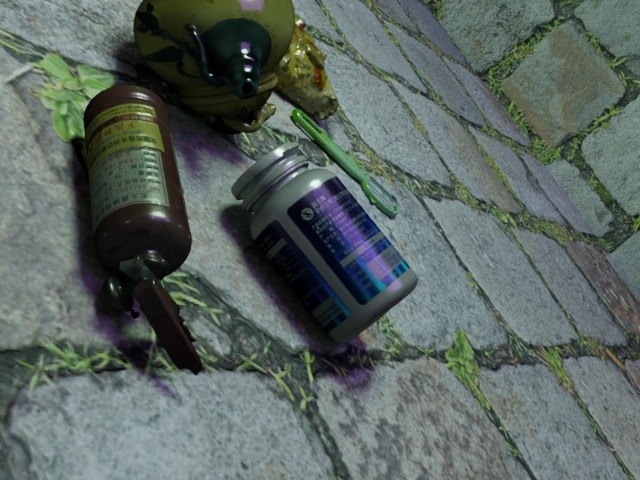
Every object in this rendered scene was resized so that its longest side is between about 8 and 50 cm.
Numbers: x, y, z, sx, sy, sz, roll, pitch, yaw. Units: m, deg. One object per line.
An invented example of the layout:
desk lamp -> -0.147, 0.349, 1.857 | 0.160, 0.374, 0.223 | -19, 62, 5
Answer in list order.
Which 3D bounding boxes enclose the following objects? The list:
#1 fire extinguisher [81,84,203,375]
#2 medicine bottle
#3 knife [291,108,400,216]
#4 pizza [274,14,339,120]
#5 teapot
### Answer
fire extinguisher -> -0.130, -0.014, 0.671 | 0.106, 0.075, 0.252 | 28, 31, -41
medicine bottle -> 0.000, 0.000, 0.839 | 0.191, 0.107, 0.107 | 51, 23, 4
knife -> 0.035, -0.105, 1.179 | 0.212, 0.015, 0.054 | 43, 32, -16
pizza -> -0.085, -0.322, 1.211 | 0.323, 0.089, 0.223 | 58, 22, 21
teapot -> -0.112, -0.207, 0.928 | 0.269, 0.173, 0.182 | -137, -147, -66
